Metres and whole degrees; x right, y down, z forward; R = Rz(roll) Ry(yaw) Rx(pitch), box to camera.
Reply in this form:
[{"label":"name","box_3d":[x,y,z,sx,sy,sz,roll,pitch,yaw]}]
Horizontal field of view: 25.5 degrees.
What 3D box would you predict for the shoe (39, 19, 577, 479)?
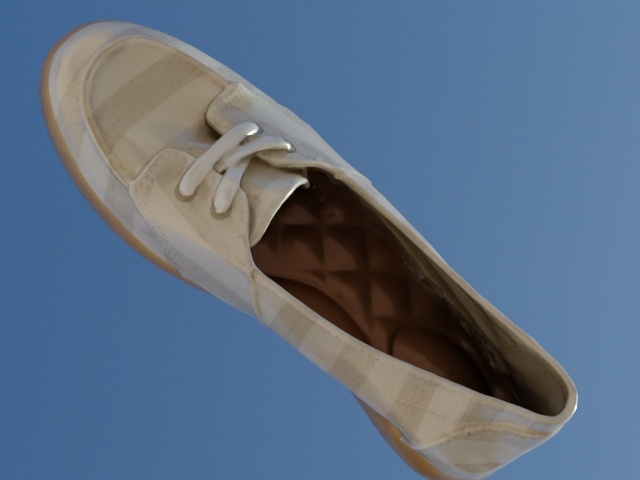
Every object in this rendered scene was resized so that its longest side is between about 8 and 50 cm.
[{"label":"shoe","box_3d":[0.000,0.000,0.481,0.219,0.058,0.076,42,-119,-13]}]
